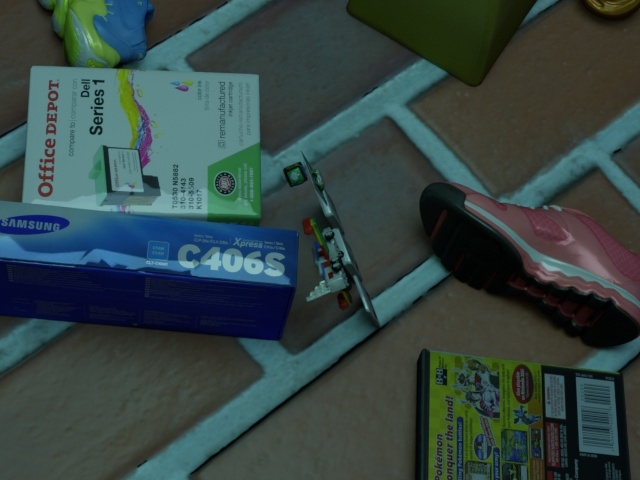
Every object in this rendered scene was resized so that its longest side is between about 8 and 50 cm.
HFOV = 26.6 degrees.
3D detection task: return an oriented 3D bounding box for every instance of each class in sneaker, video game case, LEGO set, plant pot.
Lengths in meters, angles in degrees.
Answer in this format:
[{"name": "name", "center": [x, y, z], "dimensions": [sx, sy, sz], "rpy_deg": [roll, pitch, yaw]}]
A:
[{"name": "sneaker", "center": [-0.292, -0.314, 1.751], "dimensions": [0.126, 0.091, 0.240], "rpy_deg": [-5, 64, -31]}, {"name": "sneaker", "center": [0.267, 0.007, 1.672], "dimensions": [0.314, 0.116, 0.136], "rpy_deg": [31, 54, -1]}, {"name": "video game case", "center": [0.233, 0.264, 1.552], "dimensions": [0.248, 0.035, 0.274], "rpy_deg": [7, 57, -6]}, {"name": "LEGO set", "center": [0.000, 0.000, 1.557], "dimensions": [0.060, 0.244, 0.182], "rpy_deg": [-23, 70, 5]}, {"name": "plant pot", "center": [0.187, -0.373, 1.782], "dimensions": [0.212, 0.187, 0.212], "rpy_deg": [32, 64, 6]}]

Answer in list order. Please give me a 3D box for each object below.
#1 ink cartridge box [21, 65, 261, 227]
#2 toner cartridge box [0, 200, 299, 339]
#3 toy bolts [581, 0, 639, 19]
[{"name": "ink cartridge box", "center": [-0.215, -0.094, 1.625], "dimensions": [0.278, 0.117, 0.201], "rpy_deg": [1, 64, -8]}, {"name": "toner cartridge box", "center": [-0.206, 0.037, 1.538], "dimensions": [0.348, 0.165, 0.075], "rpy_deg": [6, 63, -7]}, {"name": "toy bolts", "center": [0.421, -0.441, 1.910], "dimensions": [0.228, 0.158, 0.218], "rpy_deg": [43, 106, 2]}]
